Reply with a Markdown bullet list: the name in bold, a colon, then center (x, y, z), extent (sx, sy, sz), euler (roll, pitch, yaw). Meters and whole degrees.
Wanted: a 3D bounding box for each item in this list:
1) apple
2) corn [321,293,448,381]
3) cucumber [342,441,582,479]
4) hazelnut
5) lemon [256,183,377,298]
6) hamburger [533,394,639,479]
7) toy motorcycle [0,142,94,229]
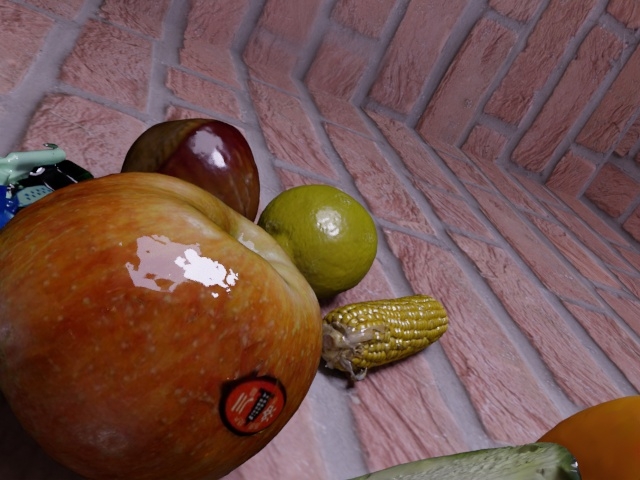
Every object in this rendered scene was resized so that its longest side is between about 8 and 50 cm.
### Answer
- **apple**: center (-0.133, 0.071, 0.582), extent (0.277, 0.250, 0.309), euler (60, -6, 21)
- **corn**: center (0.106, 0.133, 0.981), extent (0.106, 0.106, 0.293), euler (42, 28, 30)
- **cucumber**: center (0.034, 0.230, 0.463), extent (0.105, 0.326, 0.145), euler (68, 15, 9)
- **hazelnut**: center (-0.189, -0.079, 0.986), extent (0.230, 0.229, 0.229), euler (23, 24, -11)
- **lemon**: center (0.000, 0.000, 1.041), extent (0.184, 0.184, 0.248), euler (40, 26, 25)
- **hamburger**: center (0.253, 0.295, 0.455), extent (0.278, 0.395, 0.395), euler (28, 23, -7)
- **toy motorcycle**: center (-0.361, -0.016, 0.698), extent (0.196, 0.125, 0.331), euler (36, 16, -4)
